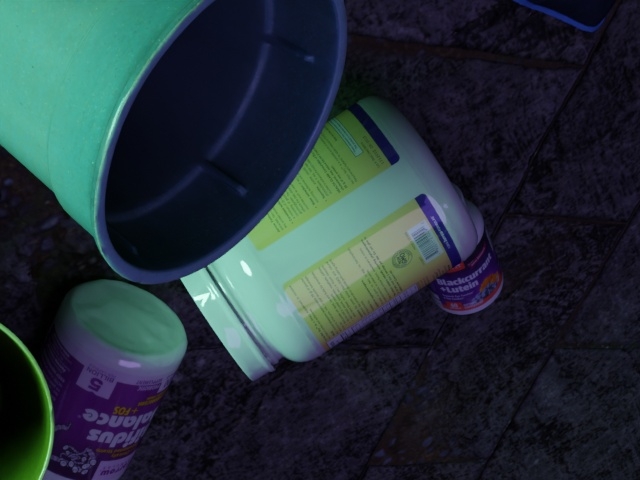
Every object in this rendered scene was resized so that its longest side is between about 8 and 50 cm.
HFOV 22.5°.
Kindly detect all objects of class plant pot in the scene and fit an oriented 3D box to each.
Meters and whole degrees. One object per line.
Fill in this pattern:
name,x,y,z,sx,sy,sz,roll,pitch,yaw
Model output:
plant pot,-0.442,0.196,1.841,0.275,0.293,0.274,0,91,-9
plant pot,-0.207,-0.189,1.560,0.341,0.334,0.341,-40,150,-29

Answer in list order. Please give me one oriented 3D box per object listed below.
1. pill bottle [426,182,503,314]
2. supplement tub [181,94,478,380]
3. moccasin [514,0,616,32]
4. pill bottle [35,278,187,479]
pill bottle,0.180,0.007,2.204,0.108,0.108,0.193,-31,138,-4
supplement tub,0.000,0.000,1.984,0.331,0.241,0.241,-33,138,-1
moccasin,0.250,-0.351,1.922,0.342,0.138,0.117,7,121,-54
pill bottle,-0.299,0.212,2.046,0.169,0.169,0.301,6,125,-36
